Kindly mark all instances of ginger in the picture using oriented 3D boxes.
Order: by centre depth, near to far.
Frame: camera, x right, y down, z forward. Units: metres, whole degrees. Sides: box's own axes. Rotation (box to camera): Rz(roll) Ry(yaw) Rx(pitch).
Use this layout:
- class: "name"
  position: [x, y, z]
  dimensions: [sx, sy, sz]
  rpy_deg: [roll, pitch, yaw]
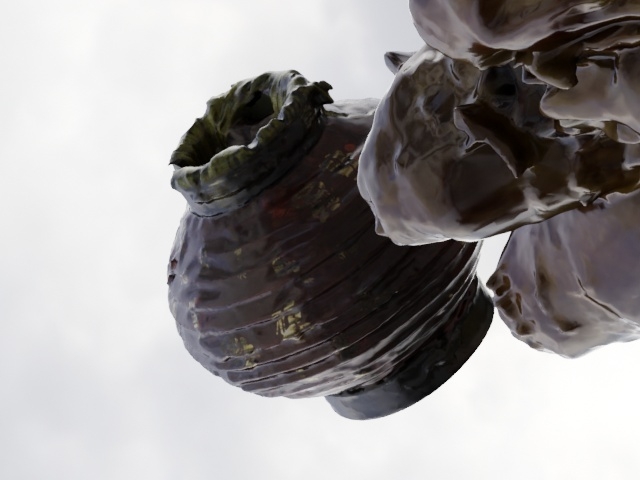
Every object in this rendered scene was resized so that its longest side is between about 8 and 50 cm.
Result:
- class: "ginger"
  position: [0.161, -0.065, 0.647]
  dimensions: [0.357, 0.274, 0.152]
  rpy_deg: [105, 144, -61]

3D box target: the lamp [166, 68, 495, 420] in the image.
- class: "lamp"
  position: [0.000, 0.000, 1.126]
  dimensions: [0.247, 0.247, 0.247]
  rpy_deg: [35, -133, -50]
